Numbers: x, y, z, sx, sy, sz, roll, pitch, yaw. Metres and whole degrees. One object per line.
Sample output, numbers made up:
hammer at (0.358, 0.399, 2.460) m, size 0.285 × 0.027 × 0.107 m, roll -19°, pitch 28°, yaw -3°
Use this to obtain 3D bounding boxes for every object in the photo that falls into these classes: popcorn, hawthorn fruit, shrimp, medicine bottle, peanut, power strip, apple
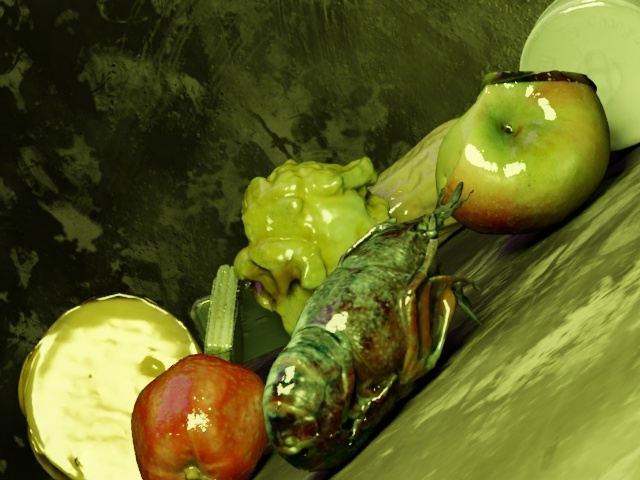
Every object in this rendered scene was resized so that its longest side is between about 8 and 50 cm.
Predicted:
popcorn at (0.000, 0.000, 2.250) m, size 0.255 × 0.256 × 0.195 m, roll -49°, pitch 12°, yaw -6°
hawthorn fruit at (-0.130, 0.220, 1.721) m, size 0.163 × 0.162 × 0.203 m, roll -38°, pitch 21°, yaw 26°
shrimp at (0.042, 0.076, 1.513) m, size 0.172 × 0.137 × 0.372 m, roll -15°, pitch 19°, yaw 40°
medicine bottle at (0.365, -0.237, 1.981) m, size 0.190 × 0.190 × 0.332 m, roll -38°, pitch 2°, yaw 28°
peanut at (0.161, -0.064, 2.425) m, size 0.313 × 0.152 × 0.152 m, roll -36°, pitch 3°, yaw 9°
power strip at (-0.088, 0.095, 2.459) m, size 0.213 × 0.064 × 0.198 m, roll -22°, pitch -34°, yaw -5°
apple at (0.218, -0.091, 1.769) m, size 0.207 × 0.174 × 0.188 m, roll -42°, pitch -17°, yaw -11°

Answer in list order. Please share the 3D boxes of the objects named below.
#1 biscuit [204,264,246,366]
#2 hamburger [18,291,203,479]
biscuit at (-0.137, 0.164, 2.337) m, size 0.252 × 0.052 × 0.150 m, roll 91°, pitch -177°, yaw -53°
hamburger at (-0.263, 0.220, 2.184) m, size 0.276 × 0.276 × 0.237 m, roll -39°, pitch -8°, yaw -11°
